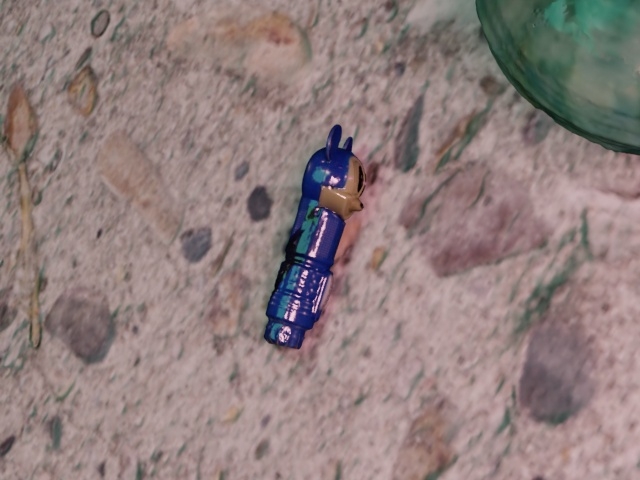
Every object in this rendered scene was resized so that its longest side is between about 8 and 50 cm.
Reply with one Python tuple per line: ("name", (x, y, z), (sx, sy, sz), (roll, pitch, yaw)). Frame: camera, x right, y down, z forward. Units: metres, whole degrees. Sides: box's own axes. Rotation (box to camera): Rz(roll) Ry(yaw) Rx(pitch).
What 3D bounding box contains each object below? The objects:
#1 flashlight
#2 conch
("flashlight", (0.000, 0.000, 0.987), (0.035, 0.057, 0.121), (15, 86, 13))
("conch", (0.162, -0.111, 0.798), (0.196, 0.134, 0.202), (-35, 18, -33))
